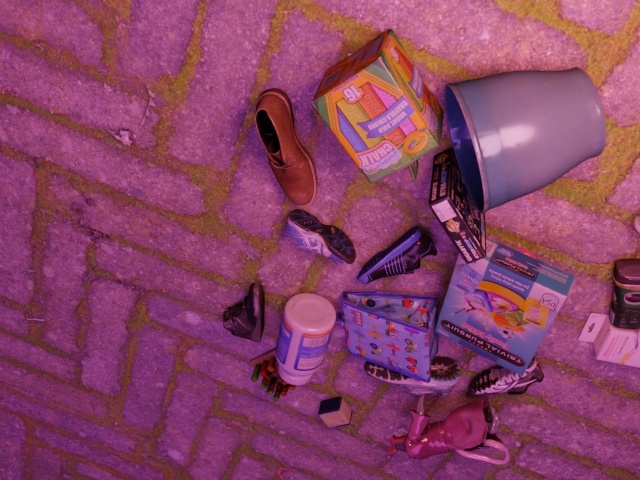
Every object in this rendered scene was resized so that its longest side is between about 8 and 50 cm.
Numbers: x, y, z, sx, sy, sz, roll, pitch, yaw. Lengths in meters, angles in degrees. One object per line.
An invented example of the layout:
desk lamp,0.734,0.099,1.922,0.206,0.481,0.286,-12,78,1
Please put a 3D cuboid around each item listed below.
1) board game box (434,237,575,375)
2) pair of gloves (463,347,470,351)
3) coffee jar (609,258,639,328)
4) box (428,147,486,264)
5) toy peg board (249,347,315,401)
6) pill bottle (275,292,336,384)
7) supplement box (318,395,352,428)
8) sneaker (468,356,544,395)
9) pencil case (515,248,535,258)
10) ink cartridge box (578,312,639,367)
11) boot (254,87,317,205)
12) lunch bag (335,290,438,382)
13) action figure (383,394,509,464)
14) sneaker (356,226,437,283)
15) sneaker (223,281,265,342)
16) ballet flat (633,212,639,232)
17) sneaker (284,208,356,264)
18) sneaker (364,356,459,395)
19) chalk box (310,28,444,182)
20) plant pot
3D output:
board game box,0.440,0.164,1.459,0.253,0.079,0.336,26,140,20
pair of gloves,0.464,0.304,1.703,0.083,0.010,0.074,22,130,1
coffee jar,0.768,0.128,1.450,0.096,0.079,0.185,-1,127,19
box,0.310,-0.082,1.319,0.051,0.220,0.175,-24,118,29
toy peg board,-0.133,0.441,1.914,0.160,0.079,0.161,-30,115,31
pill bottle,-0.052,0.300,1.741,0.152,0.152,0.272,16,129,2
supplement box,0.050,0.580,1.984,0.083,0.056,0.083,-21,118,27
sneaker,0.548,0.418,1.723,0.234,0.078,0.106,-35,109,30
pencil case,0.523,0.138,1.509,0.104,0.104,0.237,-12,121,22
ink cartridge box,0.800,0.266,1.552,0.198,0.067,0.115,10,128,8
boot,-0.091,-0.196,1.405,0.112,0.115,0.306,-8,125,18
lunch bag,0.179,0.261,1.682,0.292,0.138,0.221,7,131,20
action figure,0.377,0.616,1.809,0.369,0.276,0.248,-21,126,11
sneaker,0.199,0.062,1.543,0.090,0.081,0.232,44,123,-10
sneaker,-0.232,0.213,1.762,0.130,0.087,0.228,9,133,0
ballet flat,0.878,0.040,1.343,0.400,0.139,0.139,38,126,-9
sneaker,0.000,0.000,1.559,0.211,0.080,0.081,35,134,0
sneaker,0.270,0.418,1.777,0.282,0.110,0.122,6,131,10
chalk box,0.146,-0.258,1.258,0.179,0.180,0.289,-27,117,30
plant pot,0.410,-0.219,1.183,0.255,0.272,0.272,-16,122,6
